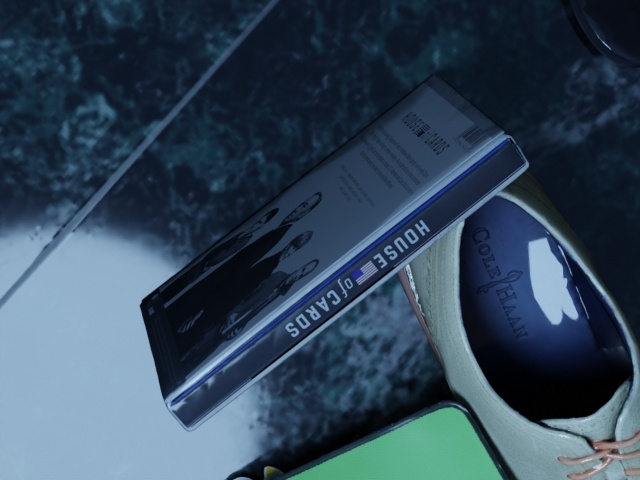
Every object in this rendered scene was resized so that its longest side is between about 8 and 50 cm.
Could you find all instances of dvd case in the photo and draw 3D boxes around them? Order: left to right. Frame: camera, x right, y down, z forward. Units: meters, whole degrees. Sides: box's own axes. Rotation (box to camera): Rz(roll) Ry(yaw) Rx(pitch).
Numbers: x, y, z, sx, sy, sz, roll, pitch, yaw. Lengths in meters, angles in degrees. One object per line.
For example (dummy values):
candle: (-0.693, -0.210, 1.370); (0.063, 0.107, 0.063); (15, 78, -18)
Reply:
dvd case: (0.000, 0.000, 1.084); (0.238, 0.179, 0.029); (-37, 108, 2)

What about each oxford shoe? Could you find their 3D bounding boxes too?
oxford shoe: (0.158, 0.133, 1.120); (0.140, 0.146, 0.397); (-31, 96, 1)

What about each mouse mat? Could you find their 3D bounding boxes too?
mouse mat: (0.043, 0.194, 1.138); (0.189, 0.007, 0.153); (-27, 98, 22)

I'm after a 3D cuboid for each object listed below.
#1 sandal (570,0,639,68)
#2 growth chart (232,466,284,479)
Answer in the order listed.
sandal: (0.229, -0.228, 1.131); (0.097, 0.054, 0.254); (26, 94, -4)
growth chart: (-0.049, 0.232, 1.187); (0.237, 0.021, 0.172); (-6, 96, -3)
